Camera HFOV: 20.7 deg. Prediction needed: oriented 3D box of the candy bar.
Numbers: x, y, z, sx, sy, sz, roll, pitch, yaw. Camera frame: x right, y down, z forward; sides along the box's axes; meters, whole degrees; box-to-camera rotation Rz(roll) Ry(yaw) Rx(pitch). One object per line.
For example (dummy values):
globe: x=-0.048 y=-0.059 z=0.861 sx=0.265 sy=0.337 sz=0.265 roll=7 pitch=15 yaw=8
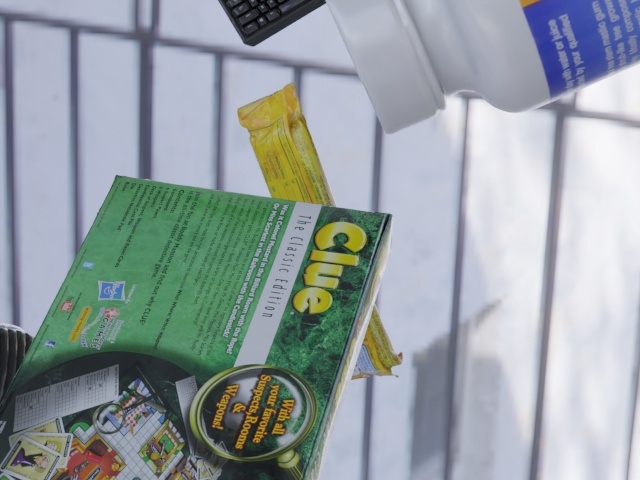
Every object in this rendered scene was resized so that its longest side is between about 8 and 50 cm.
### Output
candy bar: x=0.000 y=0.000 z=0.904 sx=0.040 sy=0.162 sz=0.018 roll=-19 pitch=6 yaw=34

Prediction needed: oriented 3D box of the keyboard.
keyboard: x=-0.019 y=-0.265 z=1.595 sx=0.180 sy=0.108 sz=0.023 roll=-32 pitch=0 yaw=-12

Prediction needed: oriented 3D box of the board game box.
board game box: x=-0.062 y=0.072 z=0.727 sx=0.136 sy=0.030 sz=0.260 roll=7 pitch=43 yaw=13

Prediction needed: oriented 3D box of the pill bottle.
pill bottle: x=0.139 y=-0.164 z=0.986 sx=0.272 sy=0.152 sz=0.152 roll=-24 pitch=18 yaw=3

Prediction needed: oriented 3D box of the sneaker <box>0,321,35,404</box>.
sneaker: x=-0.356 y=0.090 z=1.248 sx=0.330 sy=0.122 sz=0.146 roll=-6 pitch=33 yaw=-41
